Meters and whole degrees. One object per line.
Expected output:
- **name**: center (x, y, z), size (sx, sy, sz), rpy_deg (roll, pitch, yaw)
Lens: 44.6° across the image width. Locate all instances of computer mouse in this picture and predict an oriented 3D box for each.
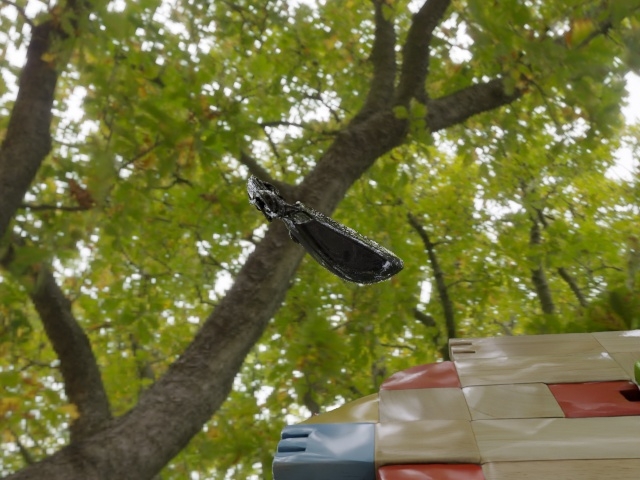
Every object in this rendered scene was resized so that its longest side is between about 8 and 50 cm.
- **computer mouse**: center (0.000, 0.000, 1.189), size (0.072, 0.272, 0.188), rpy_deg (-61, -165, 5)

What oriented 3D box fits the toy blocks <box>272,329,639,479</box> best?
- **toy blocks**: center (0.094, 0.138, 0.405), size (0.261, 0.381, 0.191), rpy_deg (-4, -81, 5)
